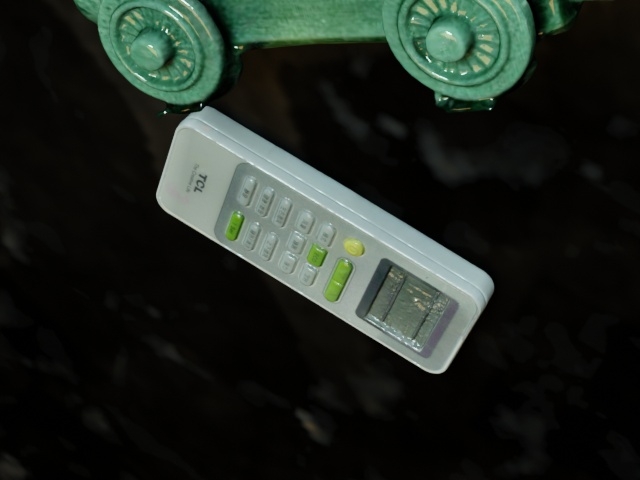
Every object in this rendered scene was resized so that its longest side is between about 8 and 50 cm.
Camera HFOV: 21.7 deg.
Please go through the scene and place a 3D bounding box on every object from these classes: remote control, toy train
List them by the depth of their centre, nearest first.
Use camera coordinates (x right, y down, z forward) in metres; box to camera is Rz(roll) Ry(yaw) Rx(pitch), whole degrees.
[{"bbox_3d":[-0.004,-0.200,0.925,0.369,0.150,0.237,2,124,32],"label":"toy train"},{"bbox_3d":[0.000,0.000,1.194,0.250,0.034,0.103,31,140,5],"label":"remote control"}]
